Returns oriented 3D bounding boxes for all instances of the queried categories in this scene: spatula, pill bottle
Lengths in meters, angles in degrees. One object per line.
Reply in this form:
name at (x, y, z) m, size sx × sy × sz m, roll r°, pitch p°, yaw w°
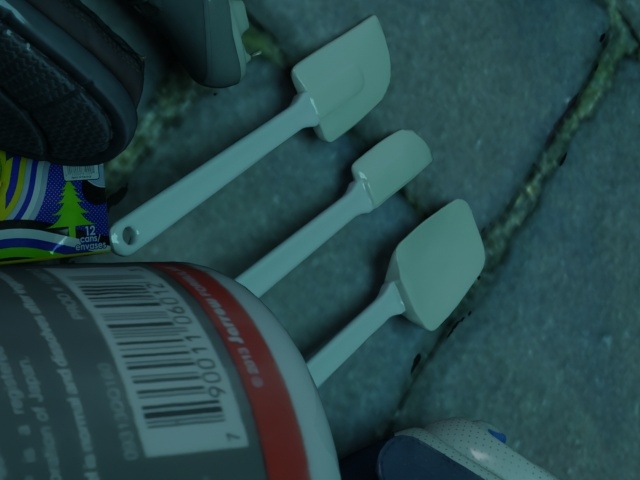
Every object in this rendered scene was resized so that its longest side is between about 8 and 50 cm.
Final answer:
spatula at (0.000, 0.000, 0.722) m, size 0.242 × 0.019 × 0.168 m, roll -41°, pitch 115°, yaw -43°
pill bottle at (-0.190, 0.114, 0.480) m, size 0.363 × 0.210 × 0.210 m, roll -1°, pitch 88°, yaw -36°

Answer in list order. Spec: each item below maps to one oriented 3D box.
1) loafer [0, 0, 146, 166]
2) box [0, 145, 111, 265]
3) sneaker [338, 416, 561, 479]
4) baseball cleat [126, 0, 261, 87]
loafer at (-0.195, -0.136, 0.532) m, size 0.302 × 0.109 × 0.095 m, roll 27°, pitch 57°, yaw -16°
box at (-0.177, -0.012, 0.587) m, size 0.169 × 0.059 × 0.054 m, roll -6°, pitch 93°, yaw -37°
sneaker at (0.112, 0.233, 0.682) m, size 0.236 × 0.130 × 0.323 m, roll -28°, pitch 68°, yaw -31°
baseball cleat at (-0.113, -0.152, 0.648) m, size 0.109 × 0.072 × 0.206 m, roll -30°, pitch 101°, yaw -19°
